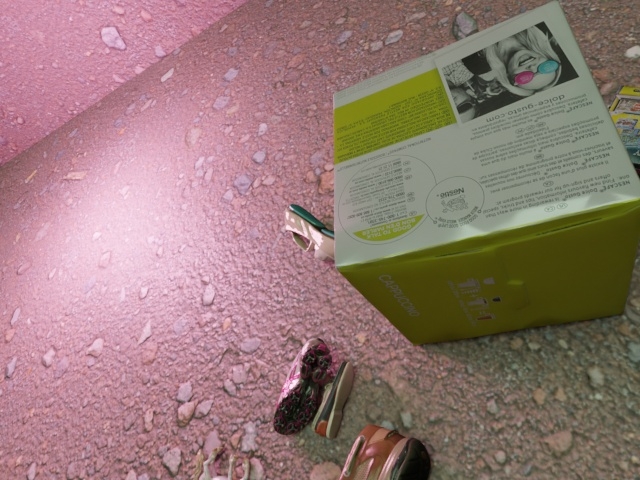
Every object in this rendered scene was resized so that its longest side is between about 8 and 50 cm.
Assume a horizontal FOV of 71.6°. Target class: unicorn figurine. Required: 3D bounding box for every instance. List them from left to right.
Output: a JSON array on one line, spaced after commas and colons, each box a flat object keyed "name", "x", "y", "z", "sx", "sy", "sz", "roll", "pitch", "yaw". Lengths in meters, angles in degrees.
[{"name": "unicorn figurine", "x": -0.180, "y": 0.451, "z": 0.817, "sx": 0.162, "sy": 0.060, "sz": 0.111, "roll": -8, "pitch": 57, "yaw": 46}]

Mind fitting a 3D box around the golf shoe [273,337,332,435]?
[{"name": "golf shoe", "x": -0.034, "y": 0.273, "z": 0.836, "sx": 0.186, "sy": 0.067, "sz": 0.086, "roll": -64, "pitch": 9, "yaw": -1}]

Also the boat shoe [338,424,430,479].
[{"name": "boat shoe", "x": 0.043, "y": 0.432, "z": 0.657, "sx": 0.120, "sy": 0.122, "sz": 0.324, "roll": 16, "pitch": 63, "yaw": 42}]

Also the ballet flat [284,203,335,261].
[{"name": "ballet flat", "x": 0.000, "y": 0.000, "z": 0.975, "sx": 0.086, "sy": 0.086, "sz": 0.248, "roll": -51, "pitch": 48, "yaw": -5}]

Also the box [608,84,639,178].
[{"name": "box", "x": 0.590, "y": -0.169, "z": 0.732, "sx": 0.233, "sy": 0.044, "sz": 0.159, "roll": 26, "pitch": 77, "yaw": 39}]

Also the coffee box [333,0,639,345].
[{"name": "coffee box", "x": 0.236, "y": -0.061, "z": 0.687, "sx": 0.338, "sy": 0.337, "sz": 0.334, "roll": -15, "pitch": 56, "yaw": 23}]

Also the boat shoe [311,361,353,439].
[{"name": "boat shoe", "x": 0.023, "y": 0.282, "z": 0.799, "sx": 0.043, "sy": 0.049, "sz": 0.137, "roll": 7, "pitch": 71, "yaw": 36}]
